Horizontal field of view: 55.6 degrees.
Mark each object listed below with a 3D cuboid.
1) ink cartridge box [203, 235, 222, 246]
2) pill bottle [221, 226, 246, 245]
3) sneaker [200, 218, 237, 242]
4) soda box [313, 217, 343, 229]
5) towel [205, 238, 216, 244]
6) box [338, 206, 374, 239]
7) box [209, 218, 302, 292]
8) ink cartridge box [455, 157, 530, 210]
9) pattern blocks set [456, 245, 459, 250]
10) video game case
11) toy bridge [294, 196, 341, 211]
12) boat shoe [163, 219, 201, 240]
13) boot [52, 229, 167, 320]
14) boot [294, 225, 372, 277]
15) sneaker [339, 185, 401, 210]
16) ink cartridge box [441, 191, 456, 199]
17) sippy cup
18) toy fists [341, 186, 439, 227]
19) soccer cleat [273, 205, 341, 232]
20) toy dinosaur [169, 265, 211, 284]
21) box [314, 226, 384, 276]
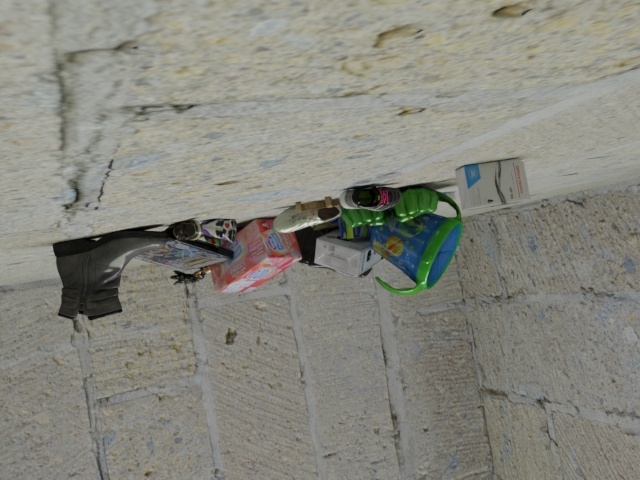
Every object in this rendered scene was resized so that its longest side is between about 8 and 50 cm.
[{"bbox_3d":[-0.318,0.014,2.250,0.209,0.062,0.109,-9,157,-1],"label":"ink cartridge box"},{"bbox_3d":[-0.273,-0.007,2.132,0.137,0.078,0.078,-8,177,-24],"label":"pill bottle"},{"bbox_3d":[-0.295,-0.035,1.765,0.071,0.068,0.170,6,174,19],"label":"sneaker"},{"bbox_3d":[0.064,-0.076,2.026,0.181,0.058,0.061,-9,178,-8],"label":"soda box"},{"bbox_3d":[-0.309,-0.014,2.420,0.275,0.031,0.199,-10,176,-25],"label":"towel"},{"bbox_3d":[0.140,-0.066,1.955,0.178,0.108,0.042,-8,180,-35],"label":"box"},{"bbox_3d":[-0.223,0.055,2.004,0.154,0.142,0.300,1,154,-44],"label":"box"},{"bbox_3d":[0.425,-0.136,1.452,0.180,0.104,0.060,-10,177,-9],"label":"ink cartridge box"},{"bbox_3d":[0.354,-0.007,2.336,0.325,0.026,0.285,-5,-150,-24],"label":"pattern blocks set"},{"bbox_3d":[-0.463,0.039,1.950,0.275,0.035,0.248,-13,155,39],"label":"video game case"},{"bbox_3d":[0.023,-0.102,1.635,0.188,0.026,0.063,-9,179,6],"label":"toy bridge"},{"bbox_3d":[-0.372,-0.022,1.635,0.049,0.056,0.152,-14,-179,-40],"label":"boat shoe"},{"bbox_3d":[-0.558,0.094,1.651,0.338,0.222,0.118,-10,177,14],"label":"boot"},{"bbox_3d":[0.000,0.000,2.266,0.378,0.138,0.284,19,-166,-12],"label":"boot"},{"bbox_3d":[0.137,-0.106,1.517,0.171,0.063,0.075,-3,-179,-25],"label":"sneaker"},{"bbox_3d":[0.432,-0.149,2.097,0.083,0.028,0.048,-8,178,-43],"label":"ink cartridge box"},{"bbox_3d":[0.282,-0.001,1.856,0.224,0.240,0.305,27,-137,23],"label":"sippy cup"},{"bbox_3d":[0.198,-0.093,1.728,0.279,0.096,0.142,-8,177,13],"label":"toy fists"},{"bbox_3d":[-0.036,-0.068,1.690,0.196,0.068,0.076,-17,-168,-9],"label":"soccer cleat"},{"bbox_3d":[-0.431,0.082,2.213,0.218,0.322,0.164,-15,-141,38],"label":"toy dinosaur"},{"bbox_3d":[0.126,0.017,2.019,0.169,0.087,0.290,16,-157,27],"label":"box"}]
